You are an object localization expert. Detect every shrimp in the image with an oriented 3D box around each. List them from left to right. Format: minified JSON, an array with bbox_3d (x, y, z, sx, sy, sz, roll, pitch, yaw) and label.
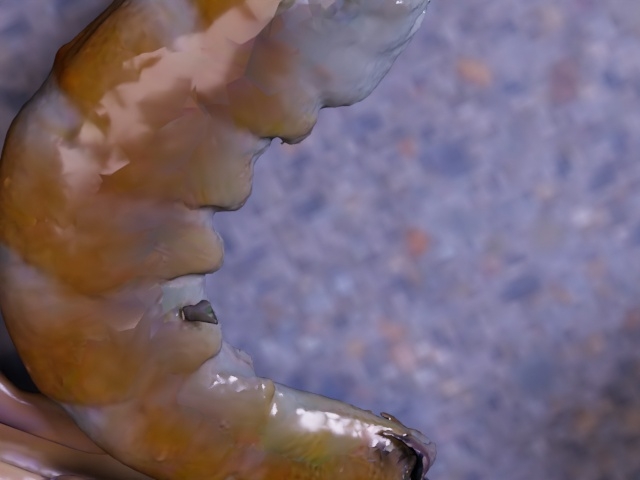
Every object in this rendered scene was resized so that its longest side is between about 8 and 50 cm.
[{"bbox_3d":[0.000,0.000,0.496,0.161,0.049,0.166,-44,110,2],"label":"shrimp"}]

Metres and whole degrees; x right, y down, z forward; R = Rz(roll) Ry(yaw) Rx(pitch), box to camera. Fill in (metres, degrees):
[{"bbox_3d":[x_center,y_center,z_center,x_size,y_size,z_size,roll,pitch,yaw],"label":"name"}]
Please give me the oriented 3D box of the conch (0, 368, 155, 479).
[{"bbox_3d":[-0.195,0.023,0.499,0.330,0.093,0.109,14,89,-23],"label":"conch"}]
